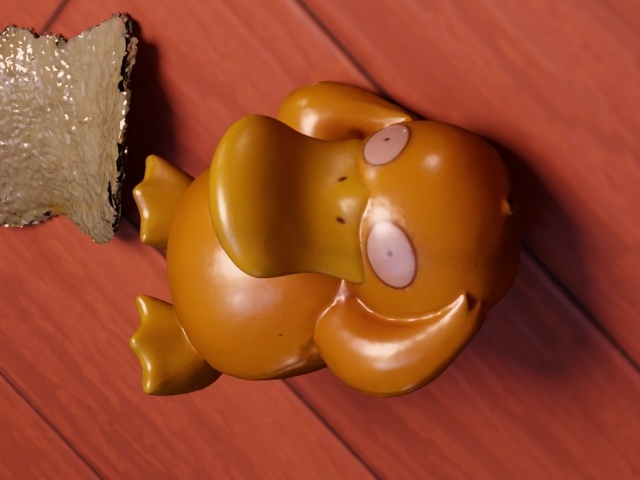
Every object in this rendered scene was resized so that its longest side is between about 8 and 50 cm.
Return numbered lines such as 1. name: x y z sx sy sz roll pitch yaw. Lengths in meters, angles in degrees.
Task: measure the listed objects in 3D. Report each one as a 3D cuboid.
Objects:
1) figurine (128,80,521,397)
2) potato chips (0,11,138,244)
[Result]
1. figurine: -0.001 0.003 0.951 0.215 0.215 0.228 48 148 -4
2. potato chips: -0.197 -0.069 1.096 0.228 0.059 0.167 -1 113 40
